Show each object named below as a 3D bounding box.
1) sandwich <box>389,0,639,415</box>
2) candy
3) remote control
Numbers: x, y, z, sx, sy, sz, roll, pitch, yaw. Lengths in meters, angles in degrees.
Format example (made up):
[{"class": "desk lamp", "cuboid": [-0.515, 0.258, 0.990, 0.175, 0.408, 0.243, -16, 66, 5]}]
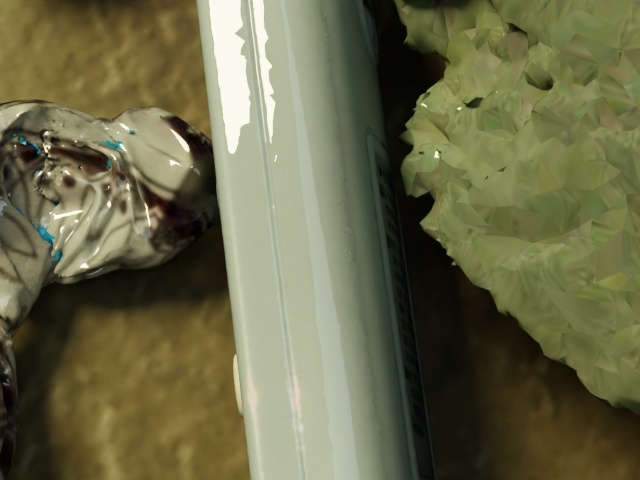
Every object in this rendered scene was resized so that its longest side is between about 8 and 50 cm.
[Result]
[{"class": "sandwich", "cuboid": [0.129, -0.097, 0.388, 0.131, 0.262, 0.325, -17, 105, -40]}, {"class": "candy", "cuboid": [-0.105, 0.055, 0.450, 0.094, 0.051, 0.226, 32, 76, 1]}, {"class": "remote control", "cuboid": [0.000, 0.000, 0.451, 0.047, 0.087, 0.244, -10, 77, 12]}]
